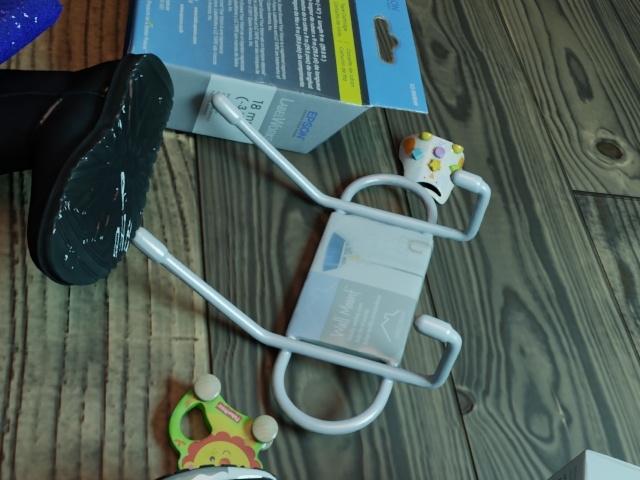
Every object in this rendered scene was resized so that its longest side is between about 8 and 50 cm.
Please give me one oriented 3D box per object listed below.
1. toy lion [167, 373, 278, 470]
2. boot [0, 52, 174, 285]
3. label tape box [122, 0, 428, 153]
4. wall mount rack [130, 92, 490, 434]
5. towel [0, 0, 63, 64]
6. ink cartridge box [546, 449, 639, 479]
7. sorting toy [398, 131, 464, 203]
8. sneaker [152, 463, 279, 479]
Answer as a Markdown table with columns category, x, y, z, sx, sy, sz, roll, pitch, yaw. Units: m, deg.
| category | x | y | z | sx | sy | sz | roll | pitch | yaw |
| --- | --- | --- | --- | --- | --- | --- | --- | --- | --- |
| toy lion | -0.090 | 0.179 | 0.699 | 0.100 | 0.034 | 0.096 | 35 | 57 | 6 |
| boot | -0.258 | -0.065 | 0.731 | 0.207 | 0.094 | 0.246 | -3 | 54 | 21 |
| label tape box | -0.060 | -0.229 | 0.970 | 0.334 | 0.106 | 0.240 | 9 | 52 | -17 |
| wall mount rack | 0.000 | 0.000 | 0.808 | 0.304 | 0.130 | 0.350 | 15 | 48 | 7 |
| towel | -0.393 | -0.126 | 0.721 | 0.228 | 0.076 | 0.308 | 5 | 43 | 31 |
| ink cartridge box | 0.183 | 0.276 | 0.618 | 0.087 | 0.208 | 0.153 | 20 | 49 | -3 |
| sorting toy | 0.134 | -0.084 | 0.990 | 0.083 | 0.045 | 0.075 | 20 | 69 | -7 |
| sneaker | -0.140 | 0.254 | 0.557 | 0.283 | 0.107 | 0.124 | -13 | 43 | -20 |
